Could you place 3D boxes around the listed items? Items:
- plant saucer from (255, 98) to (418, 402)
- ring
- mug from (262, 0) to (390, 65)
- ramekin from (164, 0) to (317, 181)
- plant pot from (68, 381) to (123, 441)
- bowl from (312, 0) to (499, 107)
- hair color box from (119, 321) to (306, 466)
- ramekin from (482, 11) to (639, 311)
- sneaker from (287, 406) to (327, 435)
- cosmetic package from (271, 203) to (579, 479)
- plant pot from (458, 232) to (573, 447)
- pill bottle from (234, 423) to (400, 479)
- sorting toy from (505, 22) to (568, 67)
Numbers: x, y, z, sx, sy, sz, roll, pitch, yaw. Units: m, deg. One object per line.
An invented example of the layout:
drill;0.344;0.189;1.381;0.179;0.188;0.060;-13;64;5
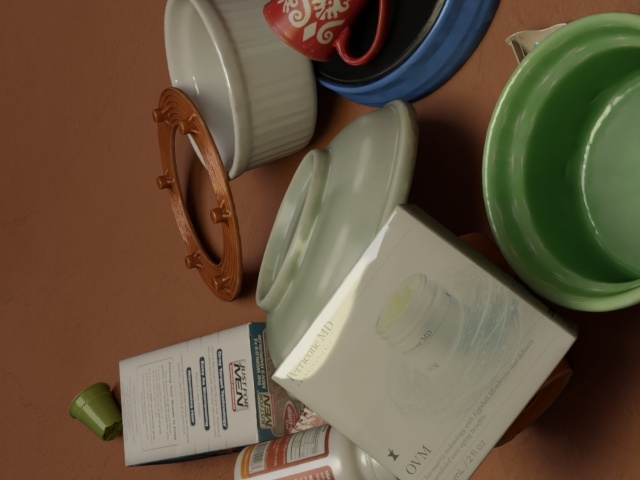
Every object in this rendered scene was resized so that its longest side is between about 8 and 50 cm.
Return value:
plant saucer;0.000;0.000;1.588;0.400;0.100;0.400;-161;90;-81
ring;-0.193;-0.065;1.905;0.336;0.032;0.336;164;90;-70
mug;0.033;-0.321;1.632;0.169;0.150;0.113;-50;15;29
ramekin;-0.112;-0.232;1.795;0.277;0.135;0.277;163;90;-71
plant pot;-0.375;0.301;2.172;0.079;0.083;0.083;45;120;29
bowl;0.084;-0.377;1.693;0.391;0.077;0.391;-7;81;49
hair color box;-0.166;0.237;1.902;0.347;0.105;0.174;-19;72;48
ramekin;0.329;-0.075;1.320;0.303;0.148;0.303;-6;82;49
sneaker;-0.014;0.258;1.751;0.051;0.070;0.134;0;86;52
cosmetic package;0.111;0.115;1.313;0.225;0.138;0.224;37;98;10
plant pot;0.179;0.128;1.457;0.188;0.205;0.205;48;122;23
pill bottle;0.007;0.301;1.645;0.216;0.121;0.121;-18;71;22
sorting toy;0.269;-0.216;1.490;0.075;0.045;0.083;-32;62;35
